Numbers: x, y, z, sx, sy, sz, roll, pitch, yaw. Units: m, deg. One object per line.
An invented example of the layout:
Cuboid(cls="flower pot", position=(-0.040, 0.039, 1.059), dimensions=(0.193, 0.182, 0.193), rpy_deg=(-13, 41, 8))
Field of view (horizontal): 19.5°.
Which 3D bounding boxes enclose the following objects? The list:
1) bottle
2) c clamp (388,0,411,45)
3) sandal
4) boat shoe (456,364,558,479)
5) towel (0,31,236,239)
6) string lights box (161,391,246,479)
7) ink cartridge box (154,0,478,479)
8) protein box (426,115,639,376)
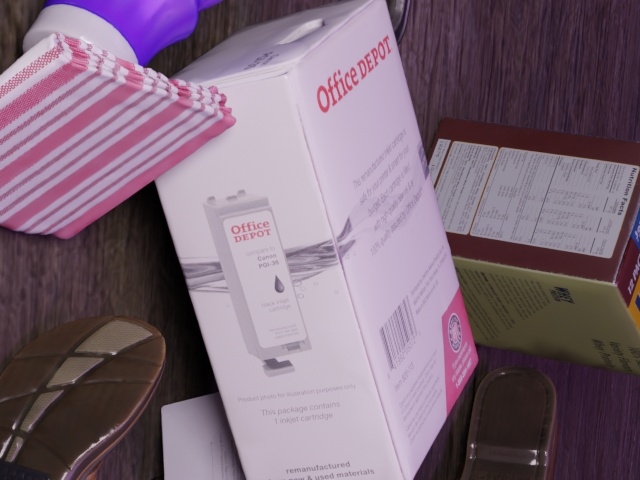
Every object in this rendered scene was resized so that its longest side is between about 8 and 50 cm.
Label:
Cuboid(cls="bottle", position=(-0.086, -0.203, 1.139), dimensions=(0.283, 0.092, 0.118), rpy_deg=(-62, 147, -30))
Cuboid(cls="c clamp", position=(0.048, -0.229, 1.464), dimensions=(0.137, 0.022, 0.161), rpy_deg=(3, 95, -67))
Cuboid(cls="sandal", position=(-0.164, 0.139, 1.116), dimensions=(0.060, 0.090, 0.219), rpy_deg=(85, 25, -60))
Cuboid(cls="boat shoe", position=(0.164, 0.268, 1.732), dimensions=(0.104, 0.110, 0.307), rpy_deg=(78, 31, -50))
Cuboid(cls="towel", position=(-0.149, -0.056, 1.047), dimensions=(0.197, 0.144, 0.029), rpy_deg=(16, 45, -62))
Cuboid(cls="string lights box", position=(-0.024, 0.217, 1.359), dimensions=(0.260, 0.076, 0.133), rpy_deg=(50, 30, -56))
Cuboid(cls="ink cartridge box", position=(0.000, 0.000, 1.243), dimensions=(0.207, 0.117, 0.283), rpy_deg=(-48, 125, -63))
Cuboid(cls="protein box", position=(0.206, 0.007, 1.637), dimensions=(0.200, 0.201, 0.136), rpy_deg=(52, 54, -54))
